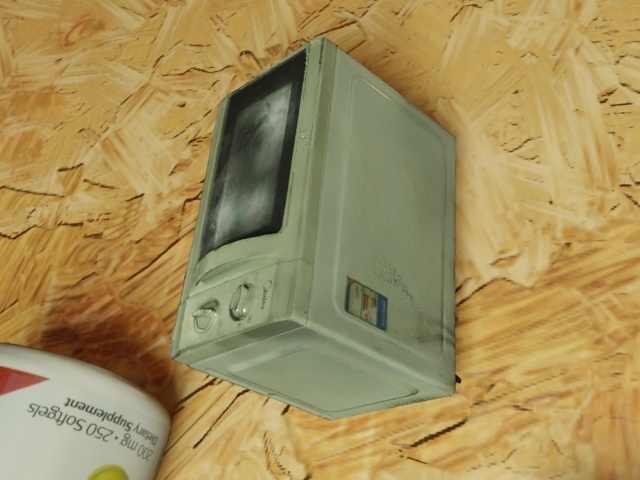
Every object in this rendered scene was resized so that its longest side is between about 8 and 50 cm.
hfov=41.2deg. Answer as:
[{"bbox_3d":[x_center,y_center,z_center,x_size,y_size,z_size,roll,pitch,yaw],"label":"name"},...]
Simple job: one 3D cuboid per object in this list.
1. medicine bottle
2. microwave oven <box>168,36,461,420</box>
[{"bbox_3d":[-0.211,0.222,0.538,0.157,0.157,0.288,3,62,25],"label":"medicine bottle"},{"bbox_3d":[0.000,0.000,0.576,0.129,0.163,0.204,-21,50,40],"label":"microwave oven"}]
